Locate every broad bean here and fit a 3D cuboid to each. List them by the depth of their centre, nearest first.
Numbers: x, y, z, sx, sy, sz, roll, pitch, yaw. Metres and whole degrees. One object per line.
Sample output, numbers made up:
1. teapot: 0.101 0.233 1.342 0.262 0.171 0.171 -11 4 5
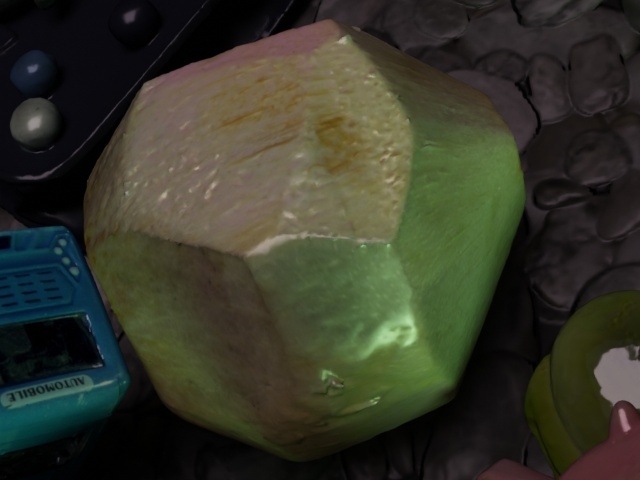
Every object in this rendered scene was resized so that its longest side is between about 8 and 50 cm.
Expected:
1. broad bean: 0.186 0.081 0.537 0.174 0.082 0.124 8 73 27

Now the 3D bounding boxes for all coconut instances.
1. coconut: 0.000 0.000 0.600 0.236 0.197 0.237 -12 52 15

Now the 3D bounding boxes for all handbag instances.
1. handbag: -0.170 -0.180 0.836 0.269 0.118 0.326 28 74 35

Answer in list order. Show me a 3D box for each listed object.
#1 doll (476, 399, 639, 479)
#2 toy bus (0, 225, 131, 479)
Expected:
1. doll: 0.160 0.149 0.465 0.211 0.093 0.262 6 98 26
2. toy bus: -0.202 0.108 0.616 0.134 0.113 0.246 57 134 25
